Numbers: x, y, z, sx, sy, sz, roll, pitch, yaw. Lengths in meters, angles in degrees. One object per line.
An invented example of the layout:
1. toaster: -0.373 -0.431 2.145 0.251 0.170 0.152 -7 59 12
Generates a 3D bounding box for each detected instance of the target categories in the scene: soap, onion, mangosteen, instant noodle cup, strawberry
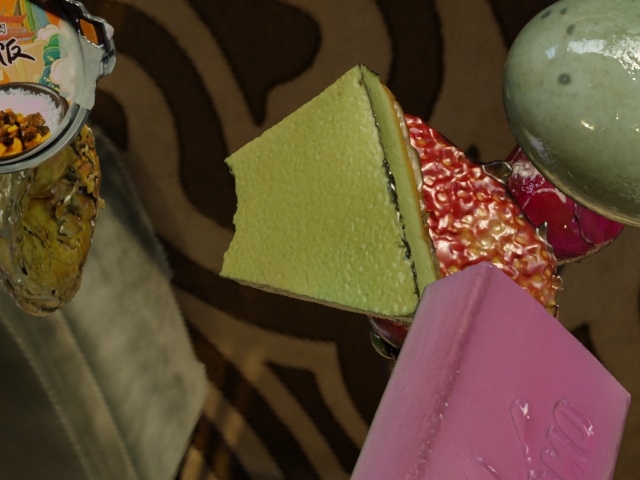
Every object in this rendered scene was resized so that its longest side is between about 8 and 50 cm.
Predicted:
1. soap: 0.120 0.165 0.888 0.181 0.259 0.081 44 139 -20
2. onion: 0.292 -0.080 1.524 0.140 0.195 0.218 6 113 49
3. mangosteen: 0.143 0.108 1.827 0.200 0.200 0.200 14 137 14
4. instant noodle cup: -0.259 -0.153 1.045 0.208 0.125 0.177 4 106 4
5. strawberry: 0.112 -0.002 1.349 0.306 0.138 0.233 25 109 28

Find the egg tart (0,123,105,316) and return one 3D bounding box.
1. egg tart: -0.294 -0.038 1.261 0.098 0.252 0.231 9 97 11

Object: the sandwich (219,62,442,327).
1. sandwich: 0.000 0.000 1.107 0.212 0.245 0.063 -32 145 33

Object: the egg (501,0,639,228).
1. egg: 0.237 -0.092 0.888 0.236 0.169 0.169 22 141 -21
